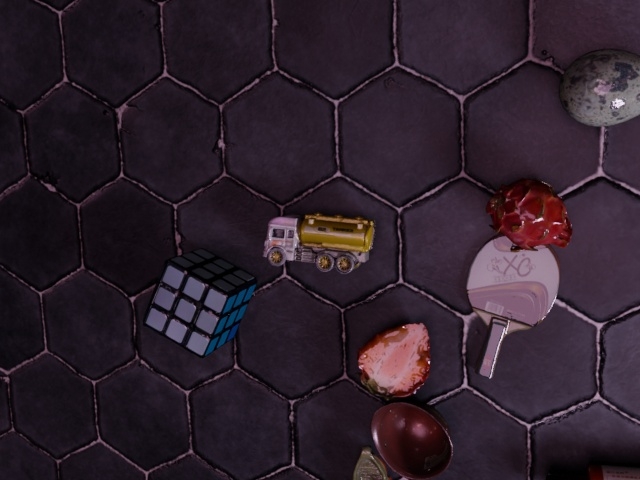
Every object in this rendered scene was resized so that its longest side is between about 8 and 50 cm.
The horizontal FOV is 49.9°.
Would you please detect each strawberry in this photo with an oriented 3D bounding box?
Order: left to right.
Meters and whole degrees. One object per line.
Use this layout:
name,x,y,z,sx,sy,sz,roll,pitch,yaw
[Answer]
strawberry,0.155,0.238,1.408,0.146,0.082,0.187,36,101,3

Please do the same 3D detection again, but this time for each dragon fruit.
dragon fruit,0.390,-0.049,1.271,0.165,0.136,0.133,27,64,4

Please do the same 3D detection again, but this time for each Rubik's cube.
Rubik's cube,-0.256,0.129,1.470,0.163,0.162,0.161,27,106,10

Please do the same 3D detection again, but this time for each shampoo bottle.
shampoo bottle,0.572,0.483,1.306,0.278,0.104,0.104,-1,98,17

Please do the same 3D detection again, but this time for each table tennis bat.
table tennis bat,0.363,0.129,1.359,0.173,0.022,0.301,18,101,14

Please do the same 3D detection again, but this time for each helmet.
helmet,0.190,0.387,1.404,0.175,0.106,0.155,31,111,8

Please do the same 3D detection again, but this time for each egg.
egg,0.504,-0.266,1.195,0.172,0.132,0.132,-3,98,4

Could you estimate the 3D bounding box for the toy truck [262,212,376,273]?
toy truck,0.000,0.000,1.408,0.226,0.098,0.114,6,96,13

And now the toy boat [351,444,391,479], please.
toy boat,0.106,0.517,1.469,0.089,0.071,0.185,0,98,17
